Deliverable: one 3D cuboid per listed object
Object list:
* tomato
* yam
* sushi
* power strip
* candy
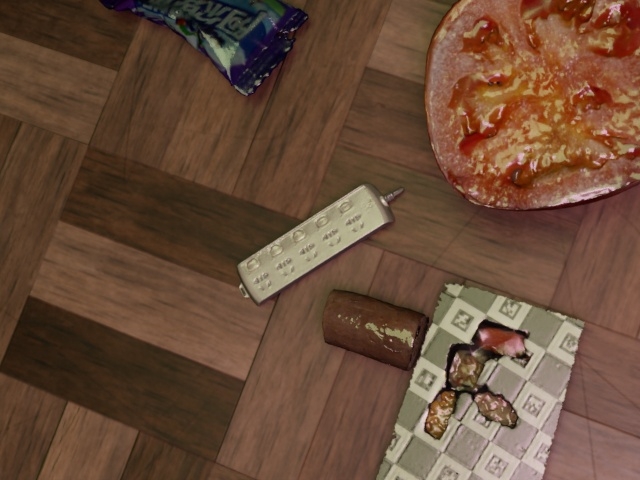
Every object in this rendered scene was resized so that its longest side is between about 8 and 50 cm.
[{"bbox_3d":[0.293,-0.174,1.562,0.338,0.144,0.338,-4,75,15],"label":"tomato"},{"bbox_3d":[0.066,0.111,1.598,0.127,0.084,0.084,14,84,17],"label":"yam"},{"bbox_3d":[0.196,0.204,1.570,0.193,0.043,0.279,15,84,15],"label":"sushi"},{"bbox_3d":[0.000,0.000,1.661,0.253,0.027,0.060,-33,75,6],"label":"power strip"},{"bbox_3d":[-0.158,-0.312,1.735,0.275,0.070,0.145,34,81,19],"label":"candy"}]
